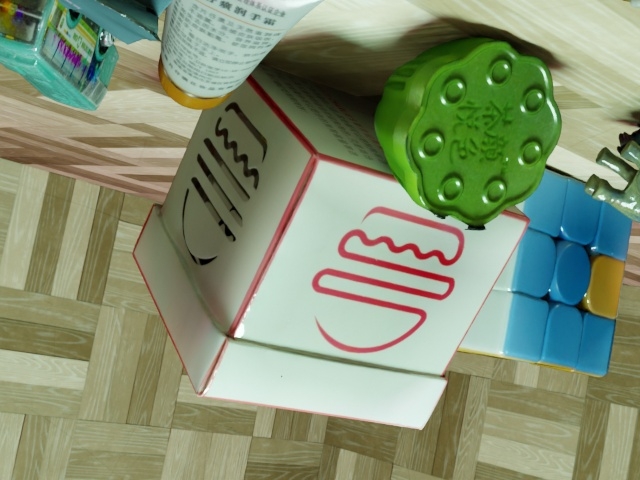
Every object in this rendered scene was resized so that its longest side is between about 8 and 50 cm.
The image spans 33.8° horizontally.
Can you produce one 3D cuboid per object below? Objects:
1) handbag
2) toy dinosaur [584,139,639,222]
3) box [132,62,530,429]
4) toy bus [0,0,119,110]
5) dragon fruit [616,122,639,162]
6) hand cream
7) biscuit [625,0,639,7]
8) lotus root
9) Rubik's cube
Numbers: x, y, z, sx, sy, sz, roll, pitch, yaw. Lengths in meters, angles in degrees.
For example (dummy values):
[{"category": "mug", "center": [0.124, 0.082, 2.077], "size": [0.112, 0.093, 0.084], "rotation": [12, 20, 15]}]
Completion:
[{"category": "handbag", "center": [-0.231, -0.234, 0.866], "size": [0.221, 0.057, 0.144], "rotation": [25, 175, -24]}, {"category": "toy dinosaur", "center": [0.386, -0.039, 1.131], "size": [0.188, 0.075, 0.248], "rotation": [27, 175, 0]}, {"category": "box", "center": [0.000, 0.000, 1.243], "size": [0.312, 0.300, 0.314], "rotation": [14, -157, -31]}, {"category": "toy bus", "center": [-0.280, -0.215, 1.108], "size": [0.091, 0.109, 0.262], "rotation": [16, 174, 5]}, {"category": "dragon fruit", "center": [0.458, -0.068, 1.118], "size": [0.282, 0.100, 0.343], "rotation": [30, 179, 9]}, {"category": "hand cream", "center": [-0.095, -0.202, 0.961], "size": [0.139, 0.089, 0.314], "rotation": [22, 168, -14]}, {"category": "biscuit", "center": [0.174, -0.202, 0.710], "size": [0.204, 0.031, 0.138], "rotation": [15, 174, -23]}, {"category": "lotus root", "center": [0.120, -0.122, 1.058], "size": [0.186, 0.186, 0.186], "rotation": [11, 175, 1]}, {"category": "Rubik's cube", "center": [0.288, 0.044, 1.687], "size": [0.291, 0.291, 0.291], "rotation": [14, 174, -42]}]
